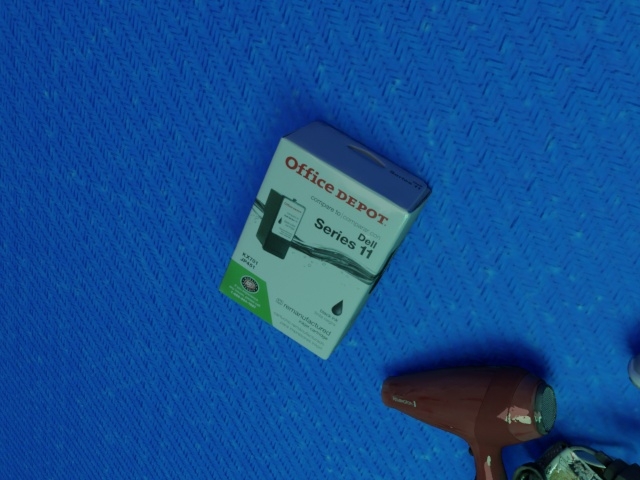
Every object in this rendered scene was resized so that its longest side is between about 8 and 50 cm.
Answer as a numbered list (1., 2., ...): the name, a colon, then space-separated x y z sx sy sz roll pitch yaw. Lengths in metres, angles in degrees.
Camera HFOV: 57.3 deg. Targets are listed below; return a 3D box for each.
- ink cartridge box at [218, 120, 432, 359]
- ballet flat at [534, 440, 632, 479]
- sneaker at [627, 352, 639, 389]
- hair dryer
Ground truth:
1. ink cartridge box: 0.000 0.000 0.633 0.153 0.087 0.208 32 120 10
2. ballet flat: 0.327 0.269 0.604 0.206 0.073 0.067 19 110 15
3. sneaker: 0.419 0.117 0.496 0.282 0.105 0.115 5 83 26
4. hair dryer: 0.175 0.238 0.615 0.293 0.080 0.223 43 111 32
